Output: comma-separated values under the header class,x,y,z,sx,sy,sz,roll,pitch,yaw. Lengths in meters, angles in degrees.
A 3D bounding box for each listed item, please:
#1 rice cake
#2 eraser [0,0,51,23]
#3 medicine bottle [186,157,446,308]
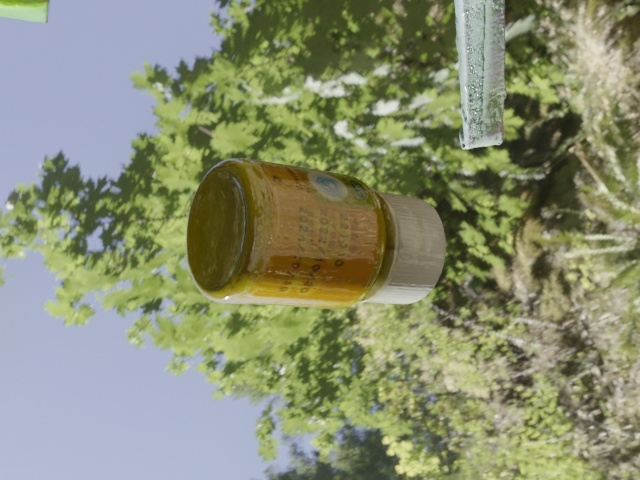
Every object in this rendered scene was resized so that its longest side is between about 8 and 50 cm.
class,x,y,z,sx,sy,sz,roll,pitch,yaw
rice cake,0.141,-0.162,0.784,0.043,0.210,0.034,-10,-135,3
eraser,-0.376,-0.331,0.844,0.274,0.092,0.210,8,-89,-25
medicine bottle,0.000,0.000,1.431,0.384,0.224,0.224,7,-116,-34
